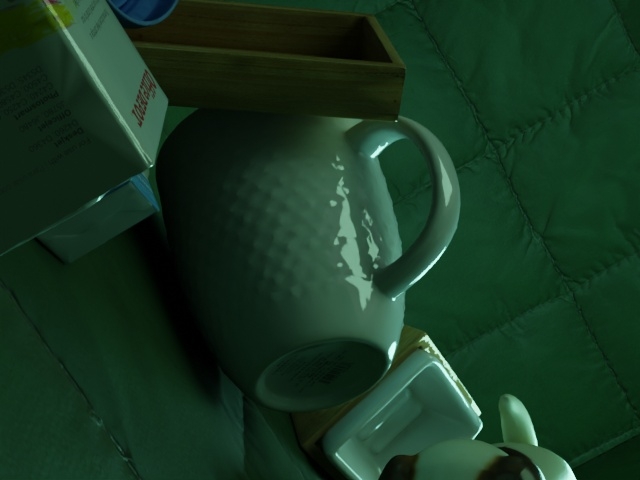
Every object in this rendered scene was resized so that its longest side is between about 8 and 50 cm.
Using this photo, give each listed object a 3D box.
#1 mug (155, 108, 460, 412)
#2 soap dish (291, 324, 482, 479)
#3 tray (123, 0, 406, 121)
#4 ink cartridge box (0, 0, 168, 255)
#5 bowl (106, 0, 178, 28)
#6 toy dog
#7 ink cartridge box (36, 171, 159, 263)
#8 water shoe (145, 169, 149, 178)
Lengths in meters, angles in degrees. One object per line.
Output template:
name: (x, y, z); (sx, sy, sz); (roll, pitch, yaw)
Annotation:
mug: (0.000, 0.000, 1.520); (0.276, 0.374, 0.328); (29, 36, -46)
soap dish: (0.096, 0.256, 1.855); (0.118, 0.229, 0.291); (44, -6, 37)
tray: (-0.125, -0.214, 1.475); (0.203, 0.411, 0.076); (-108, -155, -62)
ink cartridge box: (-0.253, -0.134, 0.838); (0.270, 0.197, 0.198); (58, 6, -17)
bowl: (-0.242, -0.414, 1.346); (0.391, 0.077, 0.391); (-6, 90, -74)
toy dog: (0.244, 0.394, 1.754); (0.408, 0.285, 0.395); (35, 66, -60)
ink cartridge box: (-0.232, -0.082, 1.211); (0.181, 0.104, 0.061); (65, 7, 34)
water shoe: (-0.230, -0.072, 1.348); (0.080, 0.073, 0.203); (56, 7, -20)
